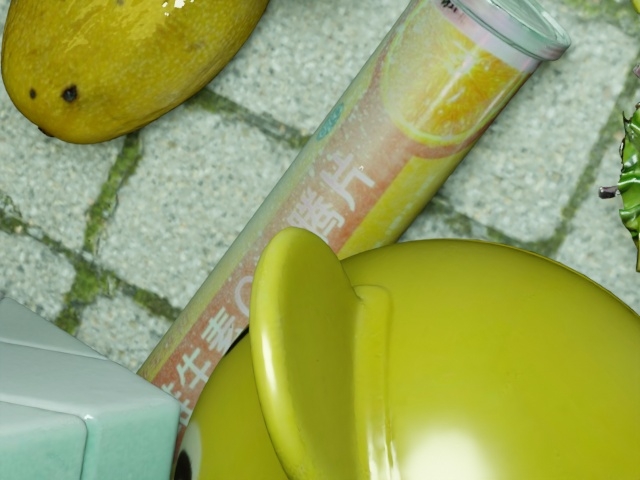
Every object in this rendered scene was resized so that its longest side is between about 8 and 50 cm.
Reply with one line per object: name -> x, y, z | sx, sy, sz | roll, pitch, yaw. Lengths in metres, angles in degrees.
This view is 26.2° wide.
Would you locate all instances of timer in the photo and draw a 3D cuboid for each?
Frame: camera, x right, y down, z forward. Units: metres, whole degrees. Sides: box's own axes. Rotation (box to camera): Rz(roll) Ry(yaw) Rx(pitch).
timer -> 0.058, 0.169, 0.794 | 0.376, 0.387, 0.376 | 2, 96, 21

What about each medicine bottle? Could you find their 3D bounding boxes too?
medicine bottle -> 0.000, 0.000, 0.953 | 0.108, 0.108, 0.426 | 42, 112, 13

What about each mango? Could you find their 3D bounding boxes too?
mango -> -0.129, -0.177, 0.981 | 0.262, 0.109, 0.157 | -47, 73, 19

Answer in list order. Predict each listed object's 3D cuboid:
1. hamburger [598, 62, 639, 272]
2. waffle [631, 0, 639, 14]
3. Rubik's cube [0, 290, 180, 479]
hamburger -> 0.271, -0.045, 0.833 | 0.189, 0.093, 0.164 | 19, 106, 22
waffle -> 0.266, -0.236, 0.831 | 0.219, 0.057, 0.229 | 21, 105, 19
Rubik's cube -> -0.328, 0.216, 0.954 | 0.318, 0.321, 0.316 | 24, 111, 41
